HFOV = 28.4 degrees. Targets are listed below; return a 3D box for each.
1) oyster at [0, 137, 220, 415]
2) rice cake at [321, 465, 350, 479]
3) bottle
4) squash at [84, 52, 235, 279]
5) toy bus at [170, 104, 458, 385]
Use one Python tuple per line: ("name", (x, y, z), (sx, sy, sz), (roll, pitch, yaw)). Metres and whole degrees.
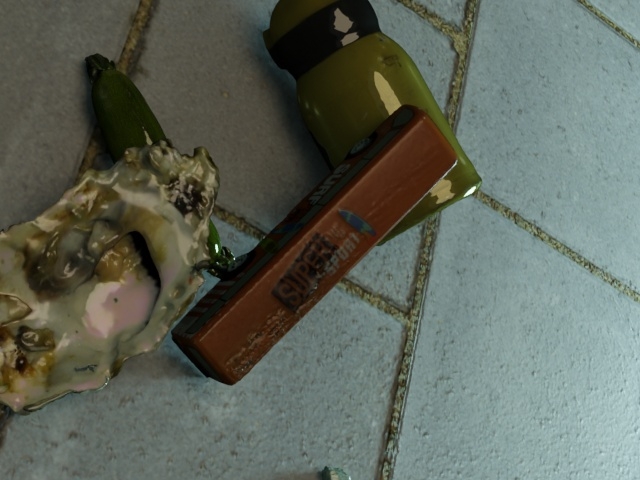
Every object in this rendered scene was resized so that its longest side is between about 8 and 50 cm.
("oyster", (-0.236, 0.036, 1.376), (0.354, 0.107, 0.201), (-39, 95, -20))
("rice cake", (0.030, 0.351, 1.500), (0.033, 0.029, 0.170), (-1, 70, -32))
("bottle", (0.057, -0.181, 1.660), (0.171, 0.171, 0.351), (-27, 87, -42))
("squash", (-0.198, -0.081, 1.479), (0.071, 0.080, 0.318), (-30, 90, -6))
("toy bus", (0.000, 0.000, 1.483), (0.409, 0.092, 0.093), (-45, 111, -14))
